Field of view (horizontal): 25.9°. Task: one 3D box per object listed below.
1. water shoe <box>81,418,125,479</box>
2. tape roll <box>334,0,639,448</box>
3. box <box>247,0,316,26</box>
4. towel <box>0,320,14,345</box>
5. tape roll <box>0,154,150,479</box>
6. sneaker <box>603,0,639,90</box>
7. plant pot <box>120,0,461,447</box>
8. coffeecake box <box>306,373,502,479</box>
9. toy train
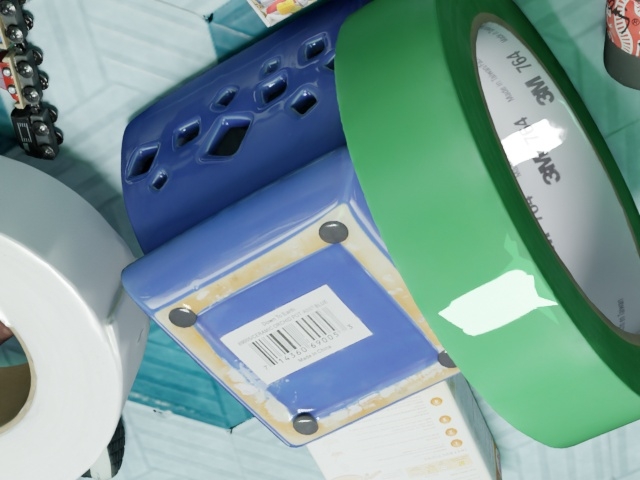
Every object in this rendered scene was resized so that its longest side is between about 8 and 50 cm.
[{"bbox_3d":[-0.230,0.144,1.240,0.080,0.073,0.203,0,129,7],"label":"water shoe"},{"bbox_3d":[0.129,-0.026,0.912,0.077,0.321,0.321,-27,123,24],"label":"tape roll"},{"bbox_3d":[0.018,-0.239,0.929,0.207,0.036,0.114,-26,123,23],"label":"box"},{"bbox_3d":[-0.401,-0.020,1.138,0.271,0.040,0.370,-35,120,29],"label":"towel"},{"bbox_3d":[-0.281,0.071,1.094,0.286,0.100,0.286,4,122,6],"label":"tape roll"},{"bbox_3d":[0.329,-0.171,0.928,0.270,0.090,0.145,2,132,6],"label":"sneaker"},{"bbox_3d":[0.000,0.000,1.015,0.236,0.212,0.236,-28,124,24],"label":"plant pot"},{"bbox_3d":[0.070,0.174,1.246,0.142,0.068,0.185,-15,127,16],"label":"coffeecake box"},{"bbox_3d":[-0.227,-0.127,1.046,0.036,0.027,0.158,5,131,14],"label":"toy train"}]
